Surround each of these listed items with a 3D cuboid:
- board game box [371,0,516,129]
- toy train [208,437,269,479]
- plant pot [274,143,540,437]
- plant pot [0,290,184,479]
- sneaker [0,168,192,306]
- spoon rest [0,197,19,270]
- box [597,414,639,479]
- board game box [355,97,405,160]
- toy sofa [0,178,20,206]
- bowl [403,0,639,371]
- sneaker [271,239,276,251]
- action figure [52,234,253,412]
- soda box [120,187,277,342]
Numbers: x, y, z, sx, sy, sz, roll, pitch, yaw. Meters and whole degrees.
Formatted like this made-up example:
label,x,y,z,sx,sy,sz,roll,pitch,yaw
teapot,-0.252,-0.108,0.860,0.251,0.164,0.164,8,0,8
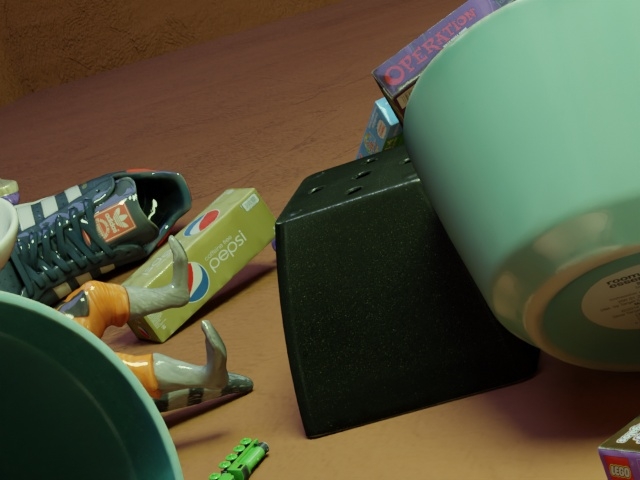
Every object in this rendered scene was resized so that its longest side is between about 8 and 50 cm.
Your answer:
label,x,y,z,sx,sy,sz,roll,pitch,yaw
board game box,0.228,-0.221,1.868,0.347,0.208,0.056,-36,58,0
toy train,-0.063,0.172,1.319,0.023,0.017,0.083,-3,21,27
plant pot,0.061,0.023,1.381,0.187,0.167,0.188,-18,16,17
plant pot,-0.259,0.189,1.087,0.271,0.272,0.255,-32,4,-36
sneaker,-0.284,-0.005,2.053,0.148,0.131,0.350,-16,15,39
spoon rest,-0.329,0.044,1.408,0.137,0.084,0.276,-5,38,16
box,0.329,0.078,1.008,0.293,0.057,0.201,-31,17,-33
board game box,0.146,-0.151,2.002,0.211,0.039,0.160,-27,-17,-18
toy sofa,-0.462,0.004,2.250,0.177,0.150,0.362,-20,14,-12
bowl,0.217,-0.023,1.171,0.311,0.311,0.163,-17,57,18
sneaker,0.000,0.000,1.803,0.071,0.068,0.170,-43,12,-18
action figure,-0.221,0.161,1.423,0.330,0.178,0.341,-29,40,-1
soda box,-0.127,0.024,1.793,0.181,0.058,0.061,-43,21,-23
